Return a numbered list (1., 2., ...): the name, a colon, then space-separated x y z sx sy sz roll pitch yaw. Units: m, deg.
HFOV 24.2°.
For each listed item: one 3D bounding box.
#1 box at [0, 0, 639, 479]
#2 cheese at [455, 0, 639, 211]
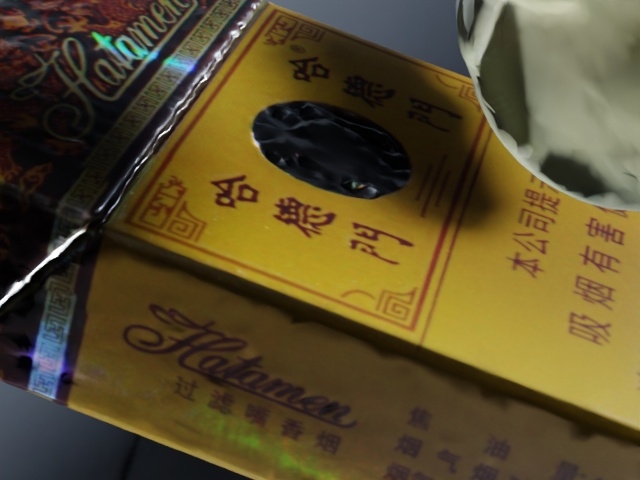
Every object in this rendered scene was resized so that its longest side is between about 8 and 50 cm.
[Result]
1. box: -0.001 0.000 0.749 0.415 0.264 0.116 22 125 4
2. cheese: 0.177 -0.107 0.493 0.233 0.266 0.127 -36 106 -35
